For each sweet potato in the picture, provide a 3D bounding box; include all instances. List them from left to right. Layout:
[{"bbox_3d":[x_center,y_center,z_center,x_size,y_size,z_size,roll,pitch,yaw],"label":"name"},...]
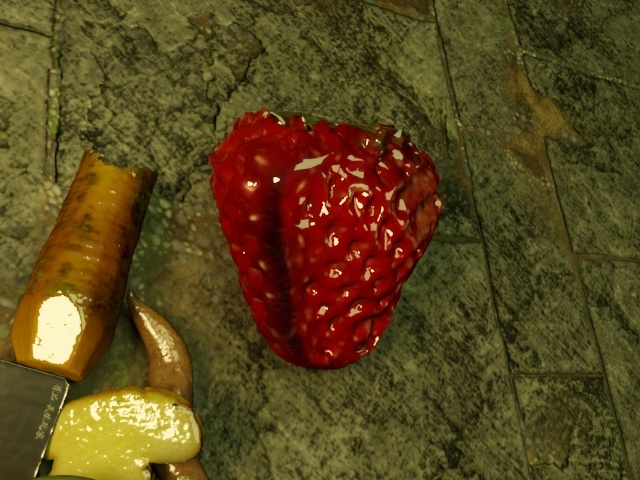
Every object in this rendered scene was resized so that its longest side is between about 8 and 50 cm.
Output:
[{"bbox_3d":[-0.186,0.196,0.857,0.067,0.059,0.281,-8,71,-15],"label":"sweet potato"}]

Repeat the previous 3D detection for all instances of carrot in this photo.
[{"bbox_3d":[-0.281,0.020,0.849,0.114,0.114,0.301,22,57,-22],"label":"carrot"}]

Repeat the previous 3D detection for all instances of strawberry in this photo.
[{"bbox_3d":[0.000,0.000,0.967,0.318,0.295,0.344,-5,104,-51],"label":"strawberry"}]

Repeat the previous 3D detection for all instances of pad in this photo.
[{"bbox_3d":[-0.349,0.209,0.744,0.112,0.003,0.157,20,78,-15],"label":"pad"}]

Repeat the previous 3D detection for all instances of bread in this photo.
[{"bbox_3d":[-0.219,0.243,0.788,0.188,0.065,0.149,-12,80,-1],"label":"bread"}]

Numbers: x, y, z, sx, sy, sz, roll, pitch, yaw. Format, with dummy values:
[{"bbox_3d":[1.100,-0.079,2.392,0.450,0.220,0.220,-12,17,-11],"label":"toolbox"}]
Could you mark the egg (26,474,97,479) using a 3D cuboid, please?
[{"bbox_3d":[-0.230,0.363,0.654,0.218,0.218,0.295,-38,102,-38],"label":"egg"}]
